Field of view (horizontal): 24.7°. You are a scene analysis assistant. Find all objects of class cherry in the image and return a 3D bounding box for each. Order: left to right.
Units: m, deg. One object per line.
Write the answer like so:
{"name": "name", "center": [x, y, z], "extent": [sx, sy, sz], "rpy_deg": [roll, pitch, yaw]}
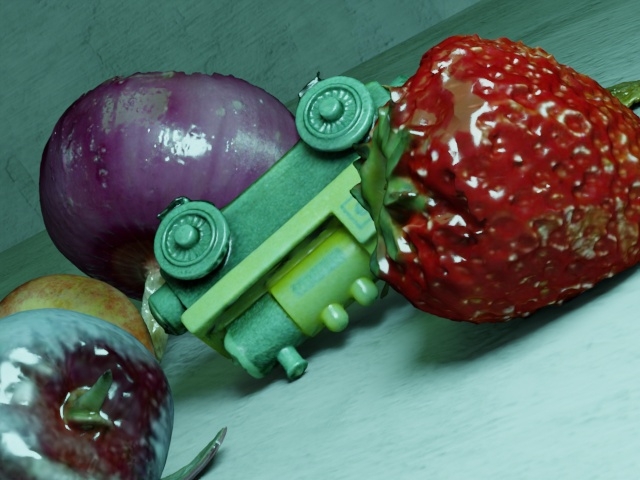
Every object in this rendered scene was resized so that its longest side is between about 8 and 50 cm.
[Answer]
{"name": "cherry", "center": [-0.252, 0.182, 1.267], "extent": [0.296, 0.218, 0.255], "rpy_deg": [-29, 37, 37]}

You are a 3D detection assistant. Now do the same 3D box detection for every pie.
{"name": "pie", "center": [0.349, -0.167, 1.773], "extent": [0.170, 0.034, 0.092], "rpy_deg": [-14, 17, 36]}

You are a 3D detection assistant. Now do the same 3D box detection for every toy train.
{"name": "toy train", "center": [0.000, 0.000, 1.494], "extent": [0.369, 0.237, 0.150], "rpy_deg": [-42, -28, 1]}

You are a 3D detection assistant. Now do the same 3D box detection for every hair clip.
{"name": "hair clip", "center": [-0.140, 0.217, 1.353], "extent": [0.137, 0.022, 0.054], "rpy_deg": [-32, 10, 5]}

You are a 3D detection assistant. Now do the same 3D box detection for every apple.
{"name": "apple", "center": [-0.264, 0.140, 1.548], "extent": [0.209, 0.209, 0.164], "rpy_deg": [-26, 6, 18]}

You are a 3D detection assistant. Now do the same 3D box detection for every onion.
{"name": "onion", "center": [-0.165, -0.043, 1.819], "extent": [0.358, 0.358, 0.345], "rpy_deg": [-29, 53, 3]}

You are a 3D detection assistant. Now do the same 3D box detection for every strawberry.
{"name": "strawberry", "center": [0.173, -0.055, 1.264], "extent": [0.276, 0.257, 0.257], "rpy_deg": [-1, 5, -14]}
